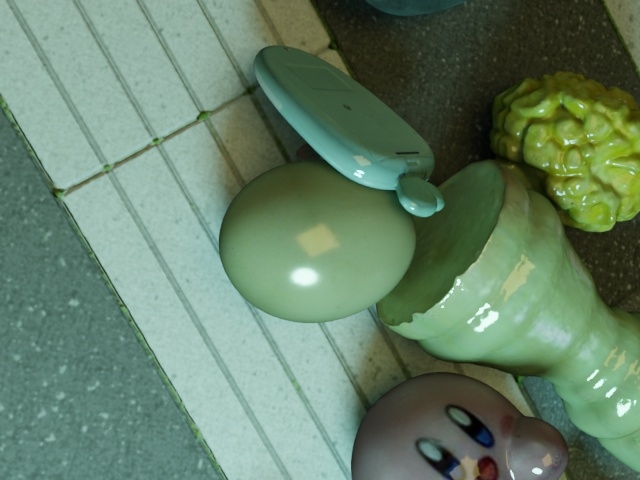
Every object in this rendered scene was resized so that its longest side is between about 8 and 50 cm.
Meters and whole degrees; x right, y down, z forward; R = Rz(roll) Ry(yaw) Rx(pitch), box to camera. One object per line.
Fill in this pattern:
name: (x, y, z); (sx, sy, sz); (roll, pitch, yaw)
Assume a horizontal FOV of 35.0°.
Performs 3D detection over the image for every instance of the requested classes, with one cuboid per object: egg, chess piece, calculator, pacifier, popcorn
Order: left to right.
egg: (0.000, 0.000, 1.162); (0.241, 0.186, 0.186); (-7, 89, -35)
pacifier: (0.022, -0.099, 1.244); (0.099, 0.081, 0.078); (-18, 121, -21)
calculator: (0.038, -0.133, 1.173); (0.295, 0.042, 0.184); (46, 29, 23)
chess piece: (0.300, 0.117, 1.264); (0.442, 0.234, 0.234); (35, 75, -20)
popcorn: (0.326, -0.119, 1.300); (0.235, 0.217, 0.181); (19, 106, -25)

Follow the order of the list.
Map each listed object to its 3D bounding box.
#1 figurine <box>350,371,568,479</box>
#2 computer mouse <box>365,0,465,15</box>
figurine: (0.139, 0.270, 1.197); (0.211, 0.261, 0.269); (43, 72, 16)
computer mouse: (0.153, -0.405, 1.290); (0.374, 0.114, 0.203); (-30, 94, -28)
